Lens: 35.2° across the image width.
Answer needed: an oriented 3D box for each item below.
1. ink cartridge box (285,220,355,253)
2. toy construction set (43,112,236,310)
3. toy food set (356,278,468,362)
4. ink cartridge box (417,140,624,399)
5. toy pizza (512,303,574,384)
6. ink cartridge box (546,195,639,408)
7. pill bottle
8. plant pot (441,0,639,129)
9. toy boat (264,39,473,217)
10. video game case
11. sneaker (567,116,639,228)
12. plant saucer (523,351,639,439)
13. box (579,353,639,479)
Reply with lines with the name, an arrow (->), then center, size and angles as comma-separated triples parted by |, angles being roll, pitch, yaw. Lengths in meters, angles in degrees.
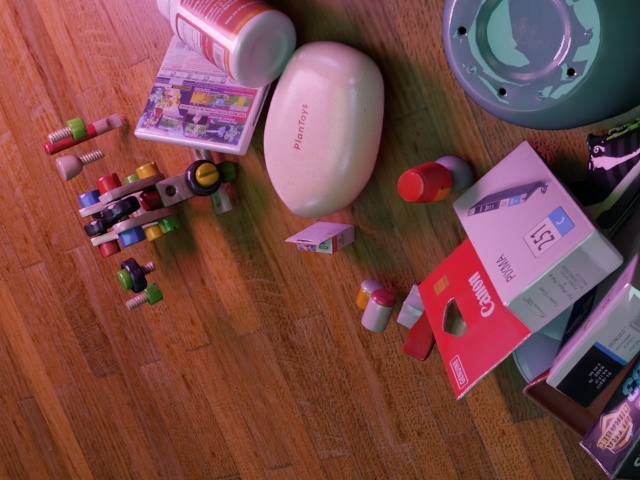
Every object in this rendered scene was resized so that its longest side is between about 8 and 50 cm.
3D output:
ink cartridge box -> 0.000, 0.000, 1.557 | 0.063, 0.115, 0.029 | 7, 110, 28
toy construction set -> -0.283, -0.099, 1.671 | 0.309, 0.237, 0.257 | 55, 157, 19
toy food set -> 0.161, 0.104, 1.503 | 0.232, 0.111, 0.104 | 27, 117, 17
ink cartridge box -> 0.223, 0.027, 1.297 | 0.261, 0.296, 0.066 | -43, 112, 14
toy pizza -> 0.372, 0.150, 1.444 | 0.201, 0.032, 0.201 | 9, 110, 26
ink cartridge box -> 0.372, 0.056, 1.239 | 0.065, 0.333, 0.165 | 33, 122, 5
pill bottle -> -0.146, -0.328, 1.511 | 0.216, 0.121, 0.121 | 40, 123, 32
plant pot -> 0.283, -0.266, 1.230 | 0.293, 0.235, 0.293 | 10, 112, 26
toy boat -> 0.064, -0.134, 1.474 | 0.318, 0.148, 0.267 | 29, 114, 27
video game case -> -0.175, -0.230, 1.573 | 0.201, 0.023, 0.183 | 12, 74, 26
sneaker -> 0.392, -0.118, 1.308 | 0.097, 0.084, 0.235 | 38, 121, 15
plant saucer -> 0.451, 0.198, 1.350 | 0.258, 0.048, 0.259 | 38, 126, -22
box -> 0.488, 0.159, 1.176 | 0.295, 0.293, 0.073 | -62, 38, 17
